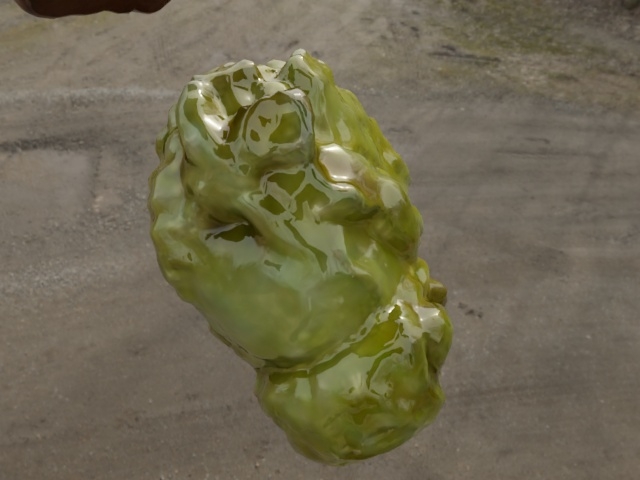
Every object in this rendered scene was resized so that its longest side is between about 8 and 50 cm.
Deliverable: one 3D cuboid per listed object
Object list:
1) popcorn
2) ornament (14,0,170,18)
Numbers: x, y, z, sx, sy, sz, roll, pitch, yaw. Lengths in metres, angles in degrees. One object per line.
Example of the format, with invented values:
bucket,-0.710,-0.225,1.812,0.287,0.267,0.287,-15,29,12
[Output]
popcorn,0.000,0.000,0.453,0.174,0.285,0.225,-29,3,30
ornament,-0.141,-0.248,0.238,0.218,0.221,0.235,41,26,7
